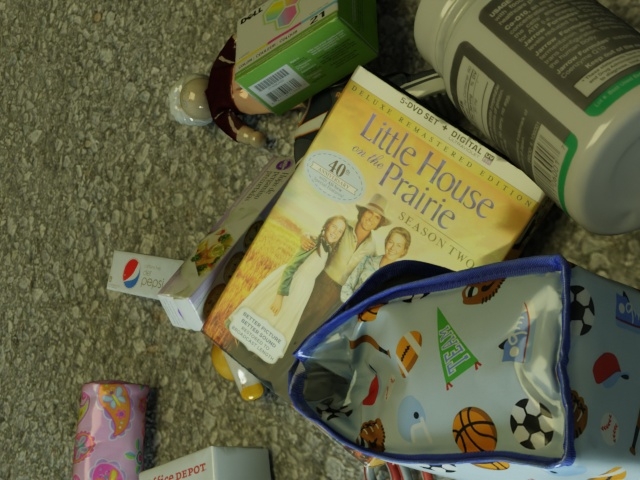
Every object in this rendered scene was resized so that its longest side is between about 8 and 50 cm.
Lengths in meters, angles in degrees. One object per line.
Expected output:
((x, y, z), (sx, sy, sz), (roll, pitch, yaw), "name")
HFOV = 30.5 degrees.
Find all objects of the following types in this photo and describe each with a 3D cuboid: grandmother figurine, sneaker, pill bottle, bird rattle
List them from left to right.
((-0.146, 0.146, 1.775), (0.253, 0.143, 0.207), (171, 79, -74), "bird rattle")
((-0.125, -0.252, 1.896), (0.342, 0.104, 0.208), (-9, 69, 46), "grandmother figurine")
((0.072, -0.189, 1.648), (0.321, 0.126, 0.128), (-27, 63, 40), "sneaker")
((0.272, -0.186, 1.368), (0.204, 0.204, 0.361), (-57, 45, 21), "pill bottle")

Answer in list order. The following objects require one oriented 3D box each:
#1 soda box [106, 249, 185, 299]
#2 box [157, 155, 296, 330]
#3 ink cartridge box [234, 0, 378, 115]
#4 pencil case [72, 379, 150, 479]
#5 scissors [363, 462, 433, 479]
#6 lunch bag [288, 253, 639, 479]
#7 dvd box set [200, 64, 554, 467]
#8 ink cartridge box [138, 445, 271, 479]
((-0.276, 0.064, 2.007), (0.216, 0.069, 0.074), (7, 85, 47), "soda box")
((-0.115, -0.002, 1.699), (0.063, 0.067, 0.324), (6, 43, 34), "box")
((-0.022, -0.331, 1.678), (0.188, 0.097, 0.255), (-27, 45, 29), "ink cartridge box")
((-0.353, 0.378, 1.979), (0.124, 0.124, 0.284), (-13, 72, 45), "pencil case")
((0.064, 0.205, 1.551), (0.109, 0.021, 0.297), (-22, 88, 43), "scissors")
((0.200, 0.155, 1.268), (0.385, 0.327, 0.239), (-15, 65, 47), "lunch bag")
((0.066, 0.032, 1.505), (0.307, 0.062, 0.420), (37, 103, 22), "dvd box set")
((-0.165, 0.458, 1.750), (0.197, 0.114, 0.273), (-28, 60, 41), "ink cartridge box")
